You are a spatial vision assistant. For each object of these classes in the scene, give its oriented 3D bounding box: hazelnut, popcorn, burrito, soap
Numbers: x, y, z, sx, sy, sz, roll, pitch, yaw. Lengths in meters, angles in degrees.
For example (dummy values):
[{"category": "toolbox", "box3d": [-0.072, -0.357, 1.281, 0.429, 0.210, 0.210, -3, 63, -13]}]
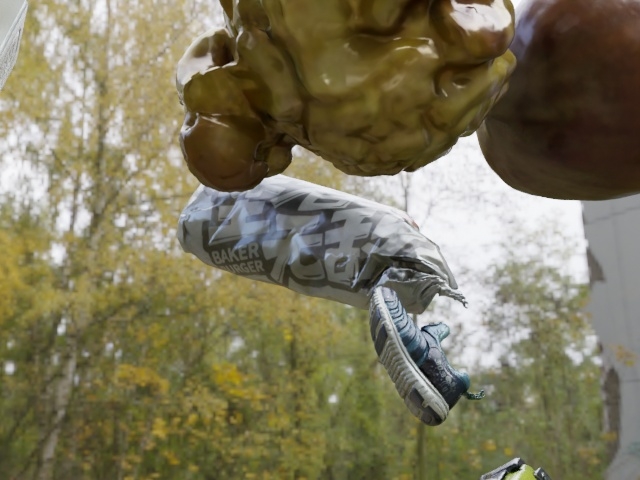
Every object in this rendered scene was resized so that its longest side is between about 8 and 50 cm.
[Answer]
[{"category": "hazelnut", "box3d": [0.384, -0.214, 1.274, 0.366, 0.365, 0.366, -2, -16, -1]}, {"category": "popcorn", "box3d": [0.020, -0.165, 0.767, 0.265, 0.332, 0.225, 36, 5, -22]}, {"category": "burrito", "box3d": [0.000, 0.000, 1.097, 0.446, 0.139, 0.101, 15, -17, 41]}, {"category": "soap", "box3d": [-0.495, -0.275, 1.394, 0.064, 0.183, 0.121, 18, -48, -14]}]

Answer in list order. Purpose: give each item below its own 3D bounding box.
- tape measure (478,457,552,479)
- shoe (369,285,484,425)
[{"category": "tape measure", "box3d": [0.140, 0.292, 0.897, 0.199, 0.112, 0.186, -34, -9, 14]}, {"category": "shoe", "box3d": [0.092, 0.101, 0.883, 0.071, 0.143, 0.064, -24, -23, -18]}]
